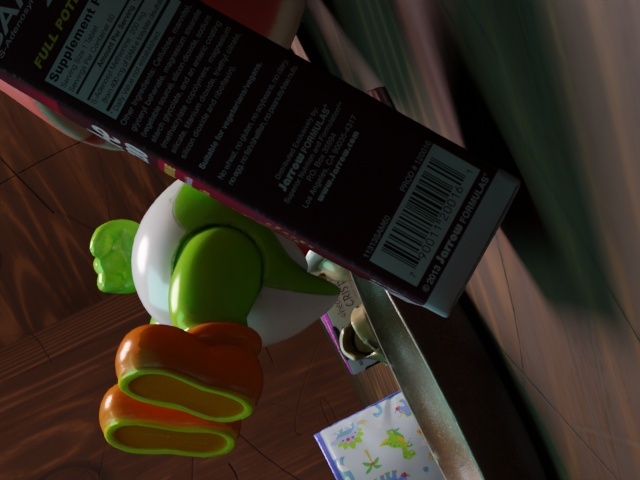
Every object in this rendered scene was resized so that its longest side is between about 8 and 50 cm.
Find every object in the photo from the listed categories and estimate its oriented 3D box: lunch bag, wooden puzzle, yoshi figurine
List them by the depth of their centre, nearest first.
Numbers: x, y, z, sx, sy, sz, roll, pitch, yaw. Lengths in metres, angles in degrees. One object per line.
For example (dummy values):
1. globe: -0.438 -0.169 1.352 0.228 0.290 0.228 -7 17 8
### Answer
1. wooden puzzle: 0.043 -0.070 0.944 0.083 0.006 0.049 -150 35 -84
2. yoshi figurine: -0.113 -0.039 1.141 0.203 0.203 0.362 45 -137 -50
3. lunch bag: 0.081 0.219 1.432 0.151 0.128 0.096 63 176 12

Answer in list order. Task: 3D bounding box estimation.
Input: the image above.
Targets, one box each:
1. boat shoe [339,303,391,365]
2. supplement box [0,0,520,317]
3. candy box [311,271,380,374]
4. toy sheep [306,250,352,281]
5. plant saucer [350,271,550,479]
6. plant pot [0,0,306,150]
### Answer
1. boat shoe: 0.050 0.078 1.344 0.068 0.072 0.190 63 176 18
2. supplement box: -0.037 -0.053 0.714 0.239 0.073 0.130 29 179 -3
3. candy box: 0.000 0.000 1.539 0.233 0.071 0.159 -120 5 -52
4. toy sheep: -0.002 -0.022 1.333 0.091 0.091 0.132 76 168 -73
5. plant saucer: 0.100 0.120 1.110 0.311 0.050 0.310 64 177 6
6. plant pot: -0.149 -0.198 0.982 0.243 0.275 0.275 48 166 40
